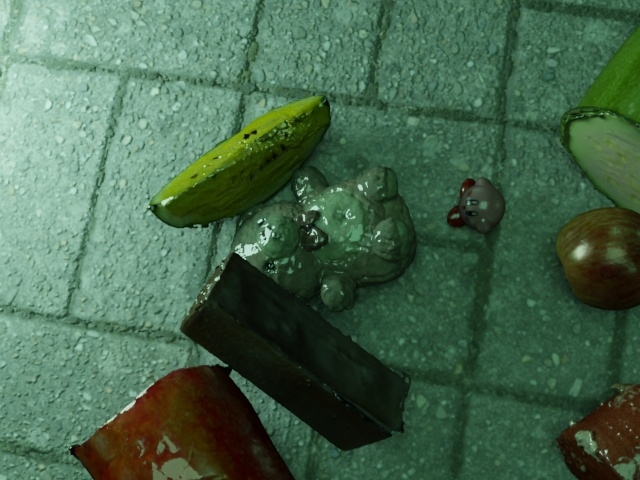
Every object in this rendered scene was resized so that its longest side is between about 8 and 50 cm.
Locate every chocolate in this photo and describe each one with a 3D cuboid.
[{"bbox_3d":[-0.034,0.162,1.234,0.321,0.112,0.112,37,43,-12],"label":"chocolate"}]

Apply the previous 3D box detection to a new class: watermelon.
[{"bbox_3d":[-0.119,-0.113,1.346,0.301,0.129,0.123,-34,80,-8],"label":"watermelon"}]

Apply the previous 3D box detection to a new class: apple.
[{"bbox_3d":[0.399,0.025,1.270,0.131,0.146,0.146,-15,76,25],"label":"apple"}]

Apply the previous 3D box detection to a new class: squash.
[{"bbox_3d":[0.541,-0.222,1.251,0.263,0.263,0.384,40,84,11],"label":"squash"}]

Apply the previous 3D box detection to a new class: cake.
[{"bbox_3d":[0.441,0.322,1.183,0.151,0.177,0.283,-34,79,-3],"label":"cake"}]

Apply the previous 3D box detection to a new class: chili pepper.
[{"bbox_3d":[-0.145,0.338,1.183,0.229,0.251,0.305,-32,75,-2],"label":"chili pepper"}]

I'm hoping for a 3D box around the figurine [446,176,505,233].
[{"bbox_3d":[0.234,-0.051,1.336,0.067,0.071,0.083,15,86,-35],"label":"figurine"}]

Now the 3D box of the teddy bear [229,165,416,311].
[{"bbox_3d":[0.001,0.000,1.303,0.267,0.151,0.236,-10,62,0],"label":"teddy bear"}]
